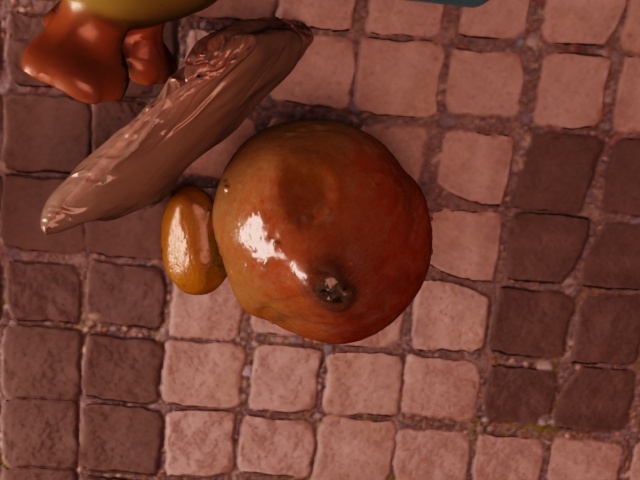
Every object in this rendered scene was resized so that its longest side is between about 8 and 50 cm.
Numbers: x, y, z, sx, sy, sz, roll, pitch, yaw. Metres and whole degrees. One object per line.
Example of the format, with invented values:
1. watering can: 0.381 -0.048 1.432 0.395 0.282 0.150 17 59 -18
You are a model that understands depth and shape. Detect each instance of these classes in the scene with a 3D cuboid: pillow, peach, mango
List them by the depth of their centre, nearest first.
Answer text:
1. pillow: -0.128 -0.104 1.325 0.270 0.173 0.067 -43 81 16
2. peach: 0.000 0.000 1.334 0.232 0.232 0.233 -1 113 -2
3. mango: -0.122 0.000 1.409 0.057 0.079 0.114 -26 126 -37

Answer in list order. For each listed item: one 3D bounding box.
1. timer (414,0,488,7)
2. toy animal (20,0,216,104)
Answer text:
1. timer: 0.110 -0.313 1.225 0.250 0.091 0.232 1 118 -41
2. toy animal: -0.141 -0.296 1.218 0.191 0.216 0.338 37 114 11
